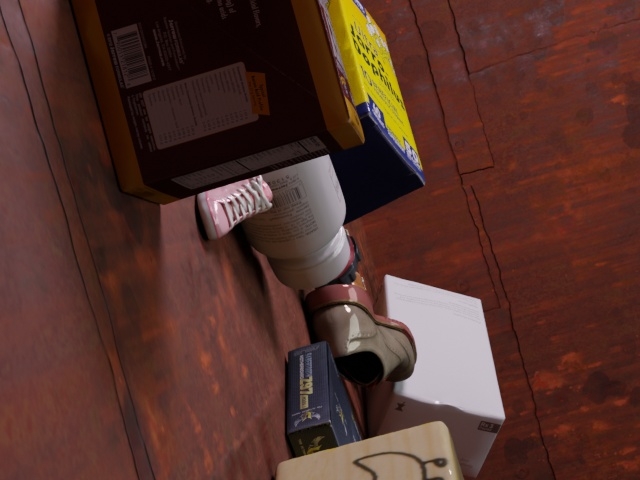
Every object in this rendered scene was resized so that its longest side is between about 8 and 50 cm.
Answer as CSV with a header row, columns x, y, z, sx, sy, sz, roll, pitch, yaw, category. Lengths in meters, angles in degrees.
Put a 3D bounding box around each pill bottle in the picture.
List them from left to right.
x,y,z,sx,sy,sz,roll,pitch,yaw,category
-0.041,-0.052,1.420,0.131,0.131,0.229,-100,172,-46,pill bottle

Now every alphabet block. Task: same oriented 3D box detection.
x,y,z,sx,sy,sz,roll,pitch,yaw,category
0.066,0.323,1.145,0.197,0.192,0.193,-94,168,-67,alphabet block

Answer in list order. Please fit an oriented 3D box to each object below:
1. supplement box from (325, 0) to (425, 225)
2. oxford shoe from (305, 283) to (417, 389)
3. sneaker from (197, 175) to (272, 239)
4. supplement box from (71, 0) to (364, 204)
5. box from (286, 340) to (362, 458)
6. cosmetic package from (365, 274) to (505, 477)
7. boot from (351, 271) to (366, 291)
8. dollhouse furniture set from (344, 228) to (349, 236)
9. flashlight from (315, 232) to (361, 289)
x,y,z,sx,sy,sz,roll,pitch,yaw,category
0.011,-0.226,1.879,0.194,0.195,0.356,45,25,-45,supplement box
0.070,0.187,1.890,0.348,0.123,0.130,39,38,-56,oxford shoe
-0.089,-0.042,1.253,0.134,0.070,0.051,-82,157,-73,sneaker
-0.084,-0.152,0.995,0.129,0.194,0.191,25,49,-82,supplement box
0.018,0.269,1.457,0.183,0.059,0.232,-91,163,-64,box
0.203,0.246,2.217,0.385,0.217,0.156,-86,-167,-59,cosmetic package
0.066,0.128,2.186,0.197,0.073,0.152,129,-48,-79,boot
0.000,0.000,1.966,0.114,0.091,0.081,-102,-171,-58,dollhouse furniture set
-0.015,-0.021,1.711,0.304,0.103,0.103,64,13,-63,flashlight
